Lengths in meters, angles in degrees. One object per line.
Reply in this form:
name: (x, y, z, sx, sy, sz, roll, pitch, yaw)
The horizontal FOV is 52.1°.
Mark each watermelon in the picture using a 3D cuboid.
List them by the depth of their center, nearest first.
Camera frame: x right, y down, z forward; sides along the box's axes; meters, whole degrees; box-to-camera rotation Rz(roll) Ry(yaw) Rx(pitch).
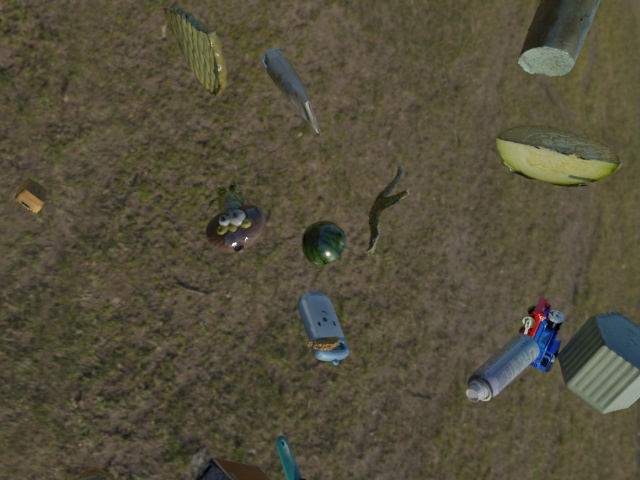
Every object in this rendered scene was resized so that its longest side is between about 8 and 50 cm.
watermelon: (0.000, 0.000, 1.466, 0.062, 0.106, 0.105, 41, 53, -57)

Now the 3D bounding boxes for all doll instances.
doll: (-0.217, -0.050, 1.564, 0.145, 0.188, 0.096, -37, 153, -10)

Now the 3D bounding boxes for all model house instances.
model house: (-0.160, 0.412, 1.020, 0.219, 0.207, 0.135, 45, 30, -56)

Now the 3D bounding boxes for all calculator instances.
calculator: (0.007, 0.230, 1.729, 0.121, 0.039, 0.210, 8, 53, -46)

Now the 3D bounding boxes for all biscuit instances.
biscuit: (-0.267, -0.416, 1.467, 0.036, 0.273, 0.187, -27, 134, -19)

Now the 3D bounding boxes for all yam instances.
yam: (0.439, -0.417, 1.149, 0.106, 0.106, 0.259, 31, 78, -44)

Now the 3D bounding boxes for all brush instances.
brush: (-0.052, 0.519, 1.444, 0.043, 0.032, 0.193, -28, 102, -53)

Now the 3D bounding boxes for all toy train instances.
toy train: (0.648, 0.277, 1.925, 0.083, 0.131, 0.204, -42, 149, -44)

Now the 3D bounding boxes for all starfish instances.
starfish: (0.138, -0.069, 1.457, 0.176, 0.053, 0.208, -78, -166, -77)

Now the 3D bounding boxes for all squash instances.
squash: (0.485, -0.151, 1.360, 0.204, 0.237, 0.155, -42, 146, -52)

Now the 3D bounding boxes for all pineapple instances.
pineapple: (0.012, 0.240, 1.528, 0.083, 0.045, 0.019, -3, 111, -20)

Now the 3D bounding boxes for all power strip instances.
power strip: (-0.565, -0.092, 1.285, 0.049, 0.178, 0.028, 41, 88, -25)

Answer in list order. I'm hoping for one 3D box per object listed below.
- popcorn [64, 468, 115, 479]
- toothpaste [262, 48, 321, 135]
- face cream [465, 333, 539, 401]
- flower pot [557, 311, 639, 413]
popcorn: (-0.496, 0.606, 1.395, 0.190, 0.250, 0.250, -31, 108, -56)
toothpaste: (-0.069, -0.381, 1.635, 0.323, 0.066, 0.100, 60, -6, 43)
face cream: (0.428, 0.306, 1.557, 0.229, 0.075, 0.075, -29, 107, -34)
flower pot: (0.807, 0.337, 1.825, 0.209, 0.189, 0.239, 20, 37, -8)
